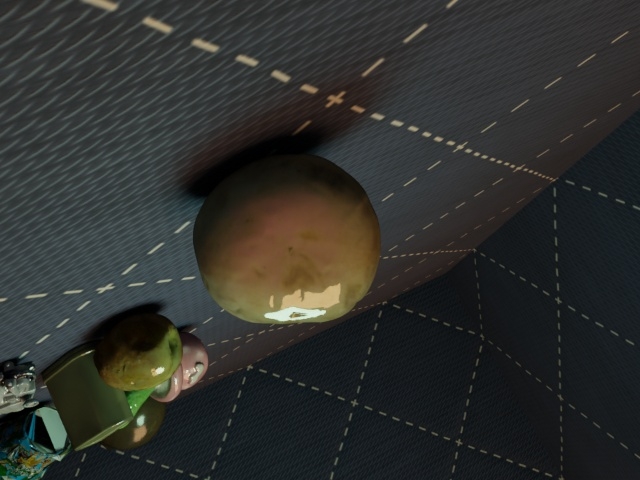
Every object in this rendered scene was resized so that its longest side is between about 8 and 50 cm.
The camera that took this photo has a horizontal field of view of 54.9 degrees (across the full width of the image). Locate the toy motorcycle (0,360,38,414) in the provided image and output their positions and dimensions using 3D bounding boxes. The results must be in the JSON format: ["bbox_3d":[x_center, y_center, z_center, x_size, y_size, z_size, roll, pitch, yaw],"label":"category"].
[{"bbox_3d":[-0.834,0.399,1.607,0.171,0.110,0.260,-3,149,-32],"label":"toy motorcycle"}]

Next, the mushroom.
[{"bbox_3d":[-0.061,0.019,1.207,0.353,0.325,0.353,-33,166,-9],"label":"mushroom"}]

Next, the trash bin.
[{"bbox_3d":[-0.665,0.445,1.769,0.243,0.247,0.121,-36,165,27],"label":"trash bin"}]

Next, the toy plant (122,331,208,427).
[{"bbox_3d":[-0.540,0.404,1.989,0.356,0.211,0.317,-11,120,-48],"label":"toy plant"}]

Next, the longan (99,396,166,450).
[{"bbox_3d":[-0.737,0.653,2.350,0.350,0.288,0.288,-25,171,40],"label":"longan"}]

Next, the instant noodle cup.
[{"bbox_3d":[-0.970,0.680,2.093,0.178,0.240,0.240,-35,164,22],"label":"instant noodle cup"}]

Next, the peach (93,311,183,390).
[{"bbox_3d":[-0.505,0.304,1.683,0.236,0.214,0.214,-16,166,1],"label":"peach"}]
